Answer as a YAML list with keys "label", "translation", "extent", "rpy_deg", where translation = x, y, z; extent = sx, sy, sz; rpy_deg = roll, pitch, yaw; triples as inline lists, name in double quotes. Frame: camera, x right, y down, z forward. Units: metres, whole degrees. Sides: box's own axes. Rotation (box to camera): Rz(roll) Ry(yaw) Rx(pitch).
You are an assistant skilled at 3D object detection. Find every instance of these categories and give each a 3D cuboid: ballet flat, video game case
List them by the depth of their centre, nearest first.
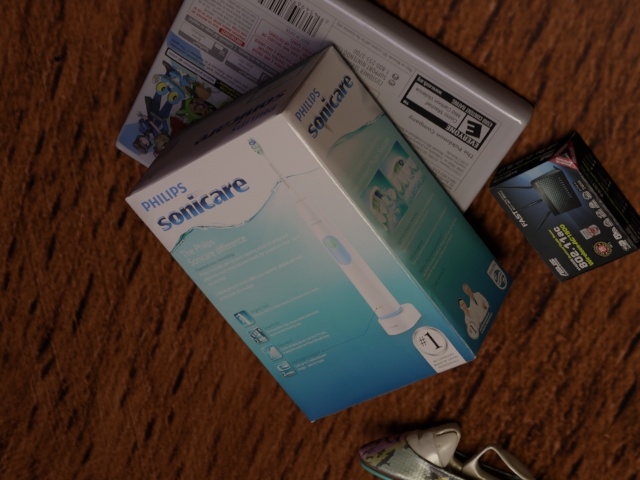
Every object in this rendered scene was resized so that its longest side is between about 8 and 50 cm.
- label: "video game case"
  translation: [-0.006, -0.108, 1.707]
  extent: [0.329, 0.036, 0.300]
  rpy_deg: [32, 132, 0]
- label: "ballet flat"
  translation: [0.153, 0.239, 1.875]
  extent: [0.222, 0.077, 0.079]
  rpy_deg: [24, 113, 2]

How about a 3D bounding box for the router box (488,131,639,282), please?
- label: "router box"
  translation: [0.227, -0.029, 1.649]
  extent: [0.092, 0.038, 0.122]
  rpy_deg: [-26, 110, 39]

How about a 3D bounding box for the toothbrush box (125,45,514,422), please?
- label: "toothbrush box"
  translation: [0.000, 0.000, 1.677]
  extent: [0.216, 0.126, 0.295]
  rpy_deg: [-27, 111, 39]
